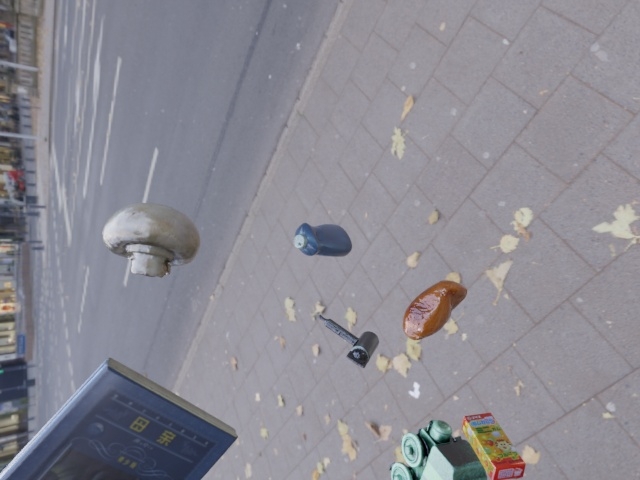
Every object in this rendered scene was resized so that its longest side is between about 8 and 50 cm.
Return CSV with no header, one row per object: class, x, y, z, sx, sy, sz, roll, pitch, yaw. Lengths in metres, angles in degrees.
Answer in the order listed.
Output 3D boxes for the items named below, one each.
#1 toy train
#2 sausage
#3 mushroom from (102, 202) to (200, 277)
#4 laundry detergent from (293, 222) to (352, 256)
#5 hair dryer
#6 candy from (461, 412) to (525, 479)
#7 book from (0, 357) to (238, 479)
toy train,0.335,0.691,1.213,0.238,0.167,0.298,38,120,59
sausage,0.263,0.157,0.974,0.089,0.179,0.089,47,164,18
mushroom,-0.414,0.004,1.025,0.226,0.227,0.178,-18,52,51
laundry detergent,-0.001,0.001,1.066,0.061,0.206,0.096,-40,69,28
hair dryer,0.081,0.355,1.526,0.248,0.196,0.077,31,108,15
candy,0.325,0.389,0.791,0.122,0.062,0.038,-111,19,-65
book,-0.254,0.283,0.473,0.269,0.191,0.025,-48,28,-5
